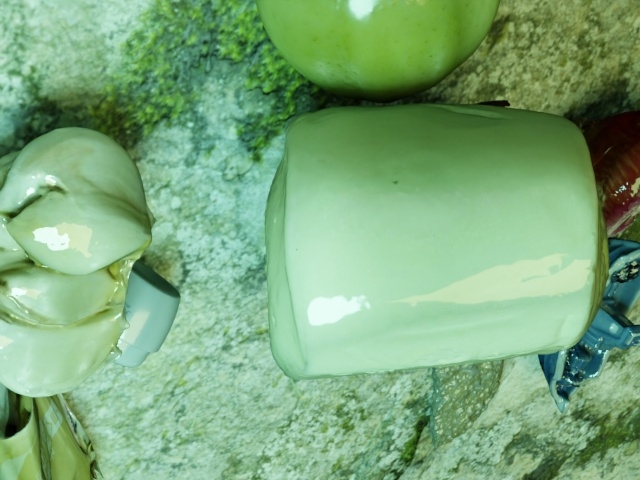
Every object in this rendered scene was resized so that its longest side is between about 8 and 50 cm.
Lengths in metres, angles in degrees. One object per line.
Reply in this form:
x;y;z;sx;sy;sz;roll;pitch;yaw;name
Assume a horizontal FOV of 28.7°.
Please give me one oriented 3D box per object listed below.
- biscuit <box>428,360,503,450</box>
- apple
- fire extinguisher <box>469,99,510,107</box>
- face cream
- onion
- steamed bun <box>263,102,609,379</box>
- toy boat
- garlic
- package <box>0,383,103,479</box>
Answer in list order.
0.224;0.210;1.915;0.133;0.032;0.250;-20;131;-20;biscuit
0.065;-0.280;1.303;0.279;0.279;0.279;-17;131;-21;apple
0.166;-0.035;1.629;0.141;0.105;0.341;4;125;-8;fire extinguisher
-0.229;0.083;1.471;0.117;0.117;0.104;32;96;-43;face cream
0.400;-0.105;1.708;0.230;0.163;0.230;-43;166;-14;onion
0.121;-0.006;1.363;0.371;0.290;0.456;-5;173;-3;steamed bun
0.423;0.133;1.904;0.129;0.142;0.309;2;121;-36;toy boat
-0.299;0.009;1.316;0.203;0.184;0.281;-1;124;-48;garlic
-0.347;0.243;1.490;0.165;0.221;0.311;-38;140;-31;package
